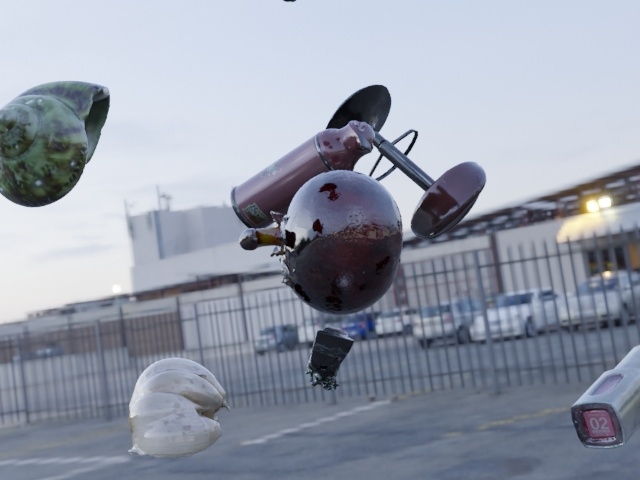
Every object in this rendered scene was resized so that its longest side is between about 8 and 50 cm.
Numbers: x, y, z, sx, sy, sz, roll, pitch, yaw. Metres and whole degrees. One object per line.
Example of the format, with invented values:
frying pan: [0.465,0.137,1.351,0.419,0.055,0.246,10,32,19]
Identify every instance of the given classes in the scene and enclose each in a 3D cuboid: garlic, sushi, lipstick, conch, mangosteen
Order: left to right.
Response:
conch: [-0.338,-0.131,1.103,0.124,0.187,0.181,28,-10,-15]
garlic: [-0.282,0.328,1.800,0.203,0.184,0.281,0,-6,-10]
mangosteen: [0.000,0.000,1.444,0.262,0.235,0.235,4,-7,-8]
sushi: [0.009,0.173,1.329,0.056,0.084,0.083,16,5,-3]
lipstick: [0.487,0.239,1.421,0.079,0.077,0.253,-15,6,43]

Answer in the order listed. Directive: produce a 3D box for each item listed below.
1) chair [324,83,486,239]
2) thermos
chair: [0.210,-0.160,2.066,0.226,0.401,0.226,-33,-30,-22]
thermos: [-0.022,-0.143,1.847,0.330,0.109,0.136,-30,-6,26]
